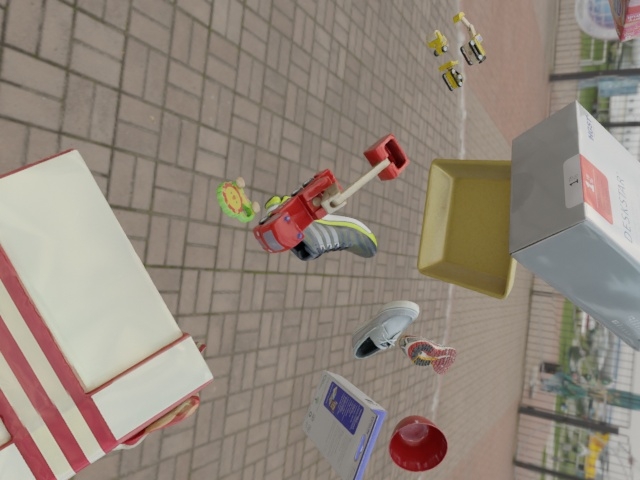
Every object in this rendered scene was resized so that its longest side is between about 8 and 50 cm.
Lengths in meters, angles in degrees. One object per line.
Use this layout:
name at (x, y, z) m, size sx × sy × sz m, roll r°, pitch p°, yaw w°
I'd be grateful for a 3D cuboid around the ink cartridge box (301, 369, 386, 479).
ink cartridge box at (0.058, 0.432, 1.200) m, size 0.065 × 0.333 × 0.165 m, roll 24°, pitch 86°, yaw -18°

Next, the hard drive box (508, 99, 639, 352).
hard drive box at (0.323, -0.011, 0.579) m, size 0.232 × 0.089 × 0.181 m, roll 32°, pitch 51°, yaw -20°

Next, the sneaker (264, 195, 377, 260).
sneaker at (0.000, 0.000, 1.227) m, size 0.300 × 0.111 × 0.121 m, roll 17°, pitch 62°, yaw -20°

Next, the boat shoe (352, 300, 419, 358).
boat shoe at (0.146, 0.212, 1.170) m, size 0.079 × 0.227 × 0.081 m, roll 24°, pitch 50°, yaw -18°

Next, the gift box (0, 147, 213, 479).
gift box at (-0.261, 0.095, 0.490) m, size 0.255 × 0.276 × 0.258 m, roll -30°, pitch 95°, yaw -20°

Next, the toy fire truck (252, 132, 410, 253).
toy fire truck at (0.011, -0.057, 0.667) m, size 0.192 × 0.135 × 0.047 m, roll -43°, pitch 108°, yaw -24°

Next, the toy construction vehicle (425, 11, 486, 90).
toy construction vehicle at (0.219, -0.299, 0.817) m, size 0.035 × 0.086 × 0.098 m, roll -40°, pitch 102°, yaw -25°

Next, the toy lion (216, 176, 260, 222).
toy lion at (-0.171, -0.077, 1.044) m, size 0.100 × 0.034 × 0.096 m, roll 59°, pitch 26°, yaw -24°

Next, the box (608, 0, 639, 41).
box at (0.619, -0.445, 0.834) m, size 0.128 × 0.257 × 0.122 m, roll 25°, pitch 56°, yaw -64°

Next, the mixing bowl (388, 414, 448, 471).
mixing bowl at (0.299, 0.620, 1.615) m, size 0.098 × 0.181 × 0.181 m, roll -86°, pitch 172°, yaw -74°

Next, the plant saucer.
plant saucer at (0.409, -0.043, 1.357) m, size 0.081 × 0.333 × 0.332 m, roll 3°, pitch 98°, yaw -29°

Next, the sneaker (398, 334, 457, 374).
sneaker at (0.318, 0.323, 1.508) m, size 0.225 × 0.093 × 0.088 m, roll 30°, pitch 93°, yaw -37°
